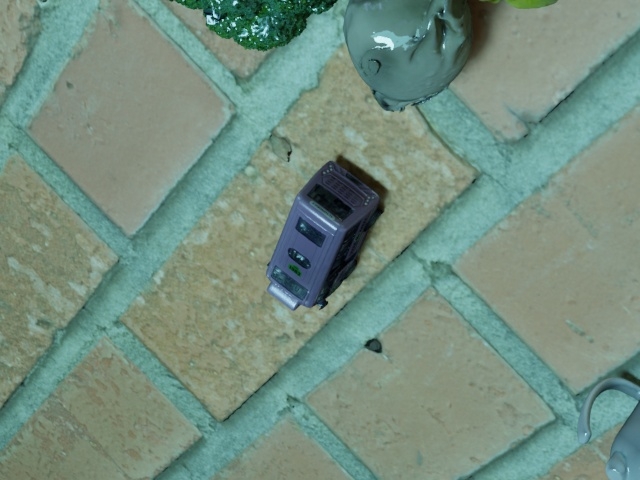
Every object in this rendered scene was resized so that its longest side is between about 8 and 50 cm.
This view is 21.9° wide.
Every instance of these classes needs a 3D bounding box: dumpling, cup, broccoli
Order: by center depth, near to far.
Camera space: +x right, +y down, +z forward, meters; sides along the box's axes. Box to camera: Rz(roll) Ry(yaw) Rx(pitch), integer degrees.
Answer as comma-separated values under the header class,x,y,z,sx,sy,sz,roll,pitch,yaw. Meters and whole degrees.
class,x,y,z,sx,sy,sz,roll,pitch,yaw
broccoli,-0.091,-0.344,1.844,0.270,0.270,0.270,59,169,-16
dumpling,0.086,-0.248,1.851,0.247,0.142,0.173,127,132,-57
cup,0.401,0.243,1.963,0.134,0.142,0.173,-24,105,50

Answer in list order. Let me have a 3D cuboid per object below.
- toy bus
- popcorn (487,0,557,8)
class,x,y,z,sx,sy,sz,roll,pitch,yaw
toy bus,0.000,0.000,2.134,0.096,0.108,0.199,37,140,11
popcorn,0.176,-0.324,1.631,0.235,0.181,0.217,23,125,6
